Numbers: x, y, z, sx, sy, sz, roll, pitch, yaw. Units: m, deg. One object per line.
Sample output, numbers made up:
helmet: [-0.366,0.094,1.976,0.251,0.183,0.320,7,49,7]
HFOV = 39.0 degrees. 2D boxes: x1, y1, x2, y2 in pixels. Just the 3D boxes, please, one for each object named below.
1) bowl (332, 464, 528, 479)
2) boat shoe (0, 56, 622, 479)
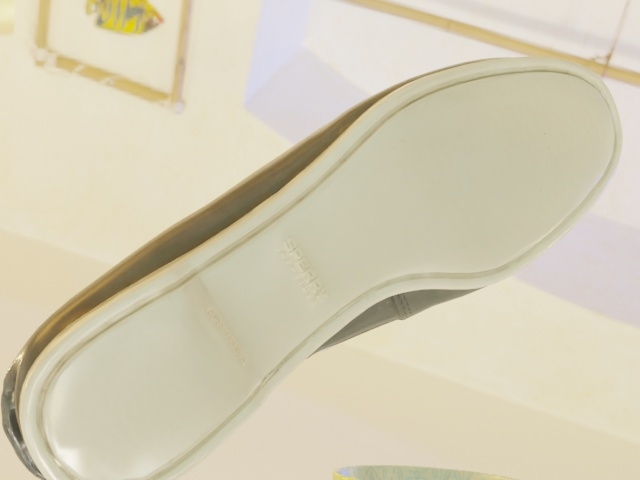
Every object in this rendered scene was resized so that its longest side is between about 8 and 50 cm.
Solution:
bowl: [0.154,0.385,1.165,0.289,0.156,0.289,4,172,1]
boat shoe: [0.000,0.000,0.441,0.335,0.112,0.095,-31,-163,-21]
